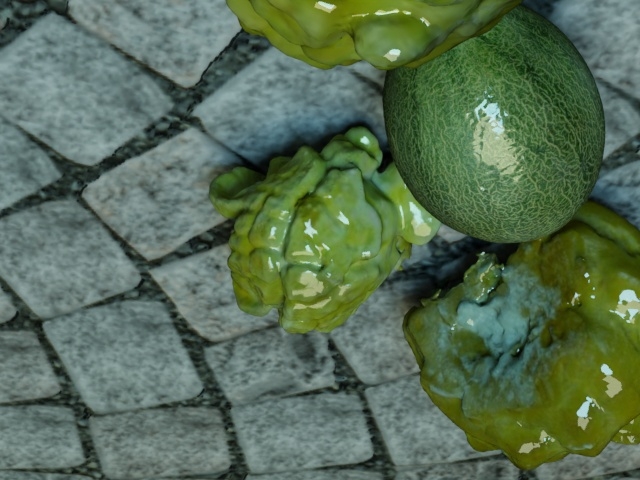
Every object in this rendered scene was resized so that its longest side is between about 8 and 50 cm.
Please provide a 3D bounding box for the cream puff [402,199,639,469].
[{"bbox_3d":[0.189,0.088,1.127,0.194,0.195,0.221,31,132,-30],"label":"cream puff"}]

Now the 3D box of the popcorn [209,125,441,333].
[{"bbox_3d":[0.000,0.000,1.051,0.162,0.135,0.141,7,129,-6],"label":"popcorn"}]

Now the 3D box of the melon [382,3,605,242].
[{"bbox_3d":[0.115,-0.072,0.971,0.139,0.139,0.192,-20,130,18],"label":"melon"}]

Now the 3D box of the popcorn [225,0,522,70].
[{"bbox_3d":[0.036,-0.208,0.786,0.225,0.249,0.249,44,126,-3],"label":"popcorn"}]
